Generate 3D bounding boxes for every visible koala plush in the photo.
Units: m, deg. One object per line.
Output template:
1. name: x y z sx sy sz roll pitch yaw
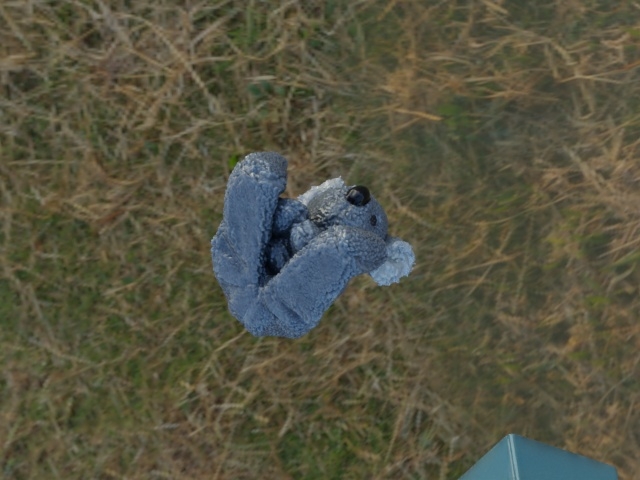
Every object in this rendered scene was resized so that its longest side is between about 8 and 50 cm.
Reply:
1. koala plush: 0.000 0.000 1.269 0.196 0.221 0.203 40 126 18

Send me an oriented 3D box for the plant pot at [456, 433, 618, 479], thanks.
1. plant pot: 0.263 0.390 1.282 0.165 0.234 0.166 20 131 -19
